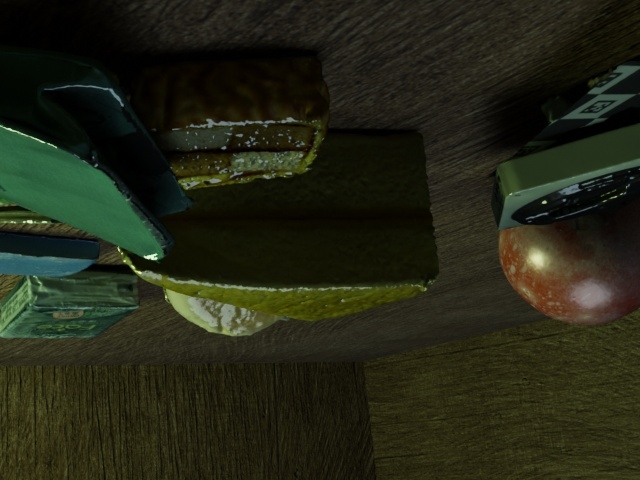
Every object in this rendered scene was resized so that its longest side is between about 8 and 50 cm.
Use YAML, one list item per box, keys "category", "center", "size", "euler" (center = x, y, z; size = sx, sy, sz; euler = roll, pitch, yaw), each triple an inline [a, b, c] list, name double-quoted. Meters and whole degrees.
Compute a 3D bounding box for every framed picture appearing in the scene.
- category: "framed picture"
  center: [-0.355, -0.040, 1.106]
  size: [0.293, 0.018, 0.231]
  euler: [1, -174, 36]

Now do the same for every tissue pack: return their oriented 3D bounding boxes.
- category: "tissue pack"
  center: [-0.543, 0.137, 1.747]
  size: [0.228, 0.103, 0.315]
  euler: [5, 161, -31]

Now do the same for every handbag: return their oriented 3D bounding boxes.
- category: "handbag"
  center: [-0.279, -0.101, 0.817]
  size: [0.274, 0.100, 0.269]
  euler: [17, 161, 17]

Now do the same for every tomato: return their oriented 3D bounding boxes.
- category: "tomato"
  center: [0.424, 0.002, 1.314]
  size: [0.270, 0.270, 0.227]
  euler: [-9, 165, 9]

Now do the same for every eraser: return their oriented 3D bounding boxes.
- category: "eraser"
  center: [-0.560, 0.024, 1.432]
  size: [0.312, 0.043, 0.144]
  euler: [7, 160, -40]

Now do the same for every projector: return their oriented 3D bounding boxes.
- category: "projector"
  center: [0.366, -0.080, 1.095]
  size: [0.259, 0.079, 0.257]
  euler: [-15, 168, 7]

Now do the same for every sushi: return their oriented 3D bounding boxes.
- category: "sushi"
  center: [0.399, -0.188, 1.011]
  size: [0.320, 0.069, 0.339]
  euler: [-11, 167, -15]

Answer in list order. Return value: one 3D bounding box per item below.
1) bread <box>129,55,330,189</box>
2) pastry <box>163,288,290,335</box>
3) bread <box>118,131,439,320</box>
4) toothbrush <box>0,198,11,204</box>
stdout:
- category: "bread"
  center: [-0.103, -0.133, 0.921]
  size: [0.222, 0.096, 0.181]
  euler: [-5, 163, -7]
- category: "pastry"
  center: [-0.136, 0.037, 1.307]
  size: [0.265, 0.133, 0.265]
  euler: [-15, 125, -22]
- category: "bread"
  center: [-0.055, -0.035, 1.048]
  size: [0.245, 0.233, 0.361]
  euler: [-19, 160, 39]
- category: "toothbrush"
  center: [-0.410, -0.066, 1.201]
  size: [0.257, 0.024, 0.018]
  euler: [-4, 165, -4]
